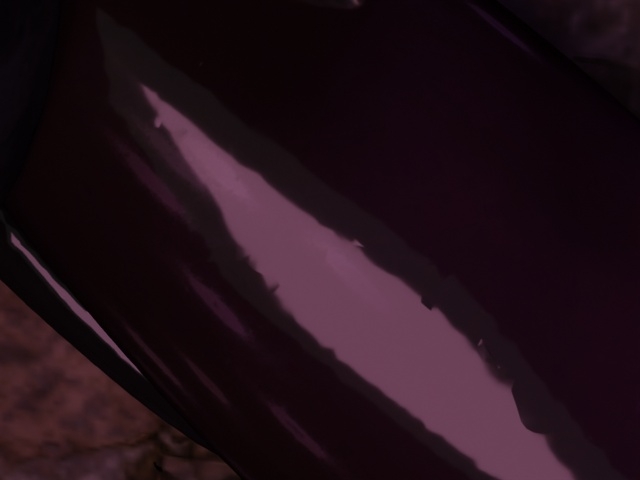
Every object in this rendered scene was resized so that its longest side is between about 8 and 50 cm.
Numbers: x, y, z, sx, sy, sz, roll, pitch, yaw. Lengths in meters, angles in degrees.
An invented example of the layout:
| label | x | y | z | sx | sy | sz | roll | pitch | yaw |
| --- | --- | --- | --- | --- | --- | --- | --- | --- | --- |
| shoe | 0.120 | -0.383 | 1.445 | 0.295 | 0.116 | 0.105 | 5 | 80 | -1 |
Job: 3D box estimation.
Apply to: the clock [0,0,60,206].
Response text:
| label | x | y | z | sx | sy | sz | roll | pitch | yaw |
| --- | --- | --- | --- | --- | --- | --- | --- | --- | --- |
| clock | -0.199 | -0.100 | 0.462 | 0.319 | 0.066 | 0.319 | 19 | 128 | 26 |

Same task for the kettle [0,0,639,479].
| label | x | y | z | sx | sy | sz | roll | pitch | yaw |
| --- | --- | --- | --- | --- | --- | --- | --- | --- | --- |
| kettle | 0.000 | 0.000 | 0.540 | 0.232 | 0.144 | 0.202 | 44 | 149 | -10 |
